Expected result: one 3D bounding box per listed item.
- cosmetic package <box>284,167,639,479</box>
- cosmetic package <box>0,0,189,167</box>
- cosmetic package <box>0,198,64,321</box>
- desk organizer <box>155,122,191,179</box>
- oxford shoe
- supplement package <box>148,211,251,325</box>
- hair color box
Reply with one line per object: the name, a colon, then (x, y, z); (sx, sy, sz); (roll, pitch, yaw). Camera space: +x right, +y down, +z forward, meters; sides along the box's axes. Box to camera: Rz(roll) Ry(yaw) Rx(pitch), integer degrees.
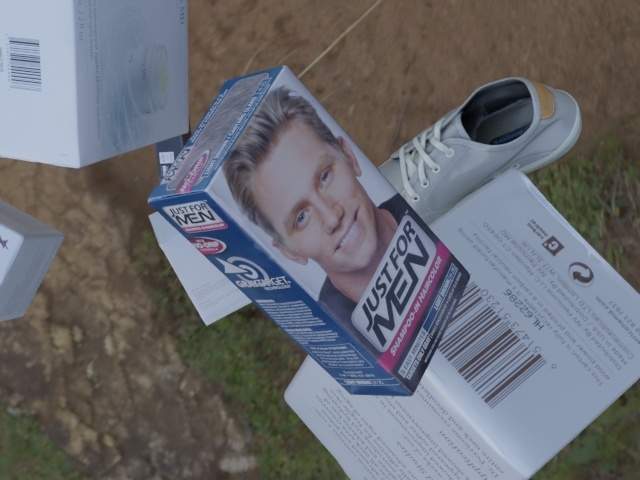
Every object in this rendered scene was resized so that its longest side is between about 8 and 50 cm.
cosmetic package: (0.205, 0.180, 1.670); (0.329, 0.327, 0.393); (48, 149, 12)
cosmetic package: (-0.264, -0.219, 1.373); (0.138, 0.225, 0.224); (9, 109, 24)
cosmetic package: (-0.502, 0.023, 1.767); (0.151, 0.184, 0.151); (29, 94, 5)
desk organizer: (-0.228, -0.162, 1.856); (0.047, 0.050, 0.130); (-4, 99, 13)
oxford shoe: (0.183, -0.120, 1.851); (0.449, 0.169, 0.130); (-29, 144, 23)
supplement package: (-0.188, 0.027, 1.943); (0.105, 0.105, 0.179); (-27, 123, -4)
hair color box: (0.000, 0.000, 1.273); (0.105, 0.174, 0.347); (-6, 137, 48)
